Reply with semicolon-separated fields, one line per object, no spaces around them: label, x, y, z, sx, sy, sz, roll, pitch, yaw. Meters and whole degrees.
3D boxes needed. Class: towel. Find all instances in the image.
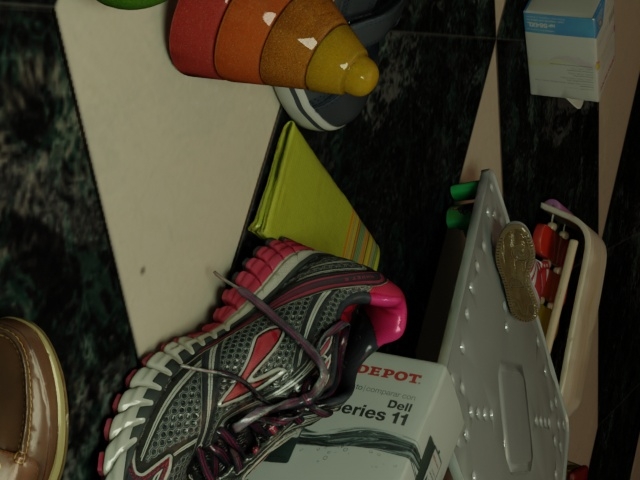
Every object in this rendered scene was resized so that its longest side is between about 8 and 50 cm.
towel;0.000;0.000;1.127;0.237;0.021;0.102;53;46;-57

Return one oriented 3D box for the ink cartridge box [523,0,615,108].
ink cartridge box;0.308;-0.242;1.634;0.143;0.089;0.092;78;32;-42

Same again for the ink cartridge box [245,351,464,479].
ink cartridge box;0.007;0.187;1.044;0.087;0.153;0.208;72;35;-44

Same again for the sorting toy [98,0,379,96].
sorting toy;-0.044;-0.156;0.756;0.127;0.126;0.365;-56;163;-2

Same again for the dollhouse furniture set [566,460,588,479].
dollhouse furniture set;0.316;0.422;1.814;0.374;0.152;0.201;5;94;-66

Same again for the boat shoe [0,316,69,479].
boat shoe;-0.180;0.130;0.712;0.060;0.064;0.178;-1;102;-68

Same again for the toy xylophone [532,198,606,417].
toy xylophone;0.309;0.100;1.771;0.236;0.081;0.323;40;62;-63

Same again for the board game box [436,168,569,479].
board game box;0.182;0.188;1.388;0.390;0.050;0.390;-70;144;-52

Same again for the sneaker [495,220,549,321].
sneaker;0.214;0.020;1.404;0.067;0.042;0.119;-60;145;-52

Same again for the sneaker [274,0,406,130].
sneaker;0.023;-0.211;0.971;0.126;0.127;0.321;-60;150;-42

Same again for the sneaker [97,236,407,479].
sneaker;-0.048;0.107;0.930;0.299;0.112;0.121;-52;145;-37
